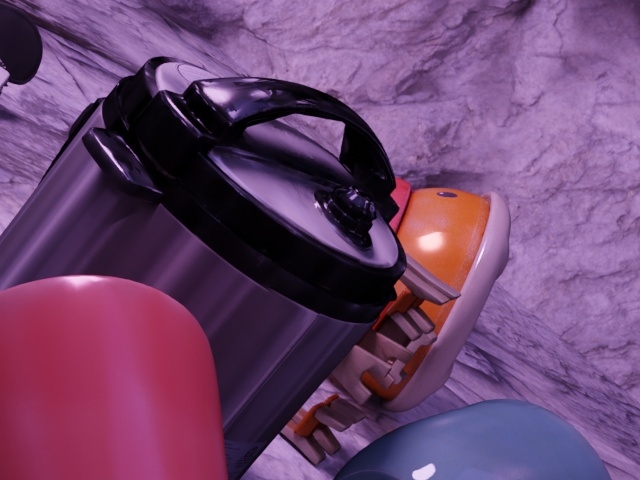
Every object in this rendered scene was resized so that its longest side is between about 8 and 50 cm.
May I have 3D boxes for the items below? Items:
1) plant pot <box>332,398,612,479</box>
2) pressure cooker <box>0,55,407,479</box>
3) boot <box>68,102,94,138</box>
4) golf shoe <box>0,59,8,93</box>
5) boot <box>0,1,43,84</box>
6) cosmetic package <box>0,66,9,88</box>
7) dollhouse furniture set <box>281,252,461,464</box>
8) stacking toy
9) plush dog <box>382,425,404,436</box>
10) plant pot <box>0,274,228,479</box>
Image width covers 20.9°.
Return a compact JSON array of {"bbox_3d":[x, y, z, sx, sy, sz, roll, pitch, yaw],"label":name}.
[{"bbox_3d":[0.129,0.317,1.796,0.235,0.293,0.293,1,38,-48],"label":"plant pot"},{"bbox_3d":[-0.115,0.016,1.788,0.375,0.420,0.370,37,17,-9],"label":"pressure cooker"},{"bbox_3d":[-0.267,-0.093,2.473,0.178,0.085,0.236,36,15,-27],"label":"boot"},{"bbox_3d":[-0.523,-0.245,2.254,0.120,0.105,0.273,40,11,36],"label":"golf shoe"},{"bbox_3d":[-0.530,-0.315,2.388,0.229,0.091,0.263,17,-14,38],"label":"boot"},{"bbox_3d":[-0.454,-0.101,1.757,0.155,0.197,0.365,36,12,-12],"label":"cosmetic package"},{"bbox_3d":[0.049,0.127,2.212,0.135,0.262,0.259,39,13,10],"label":"dollhouse furniture set"},{"bbox_3d":[0.000,0.000,2.466,0.480,0.350,0.350,27,15,-6],"label":"stacking toy"},{"bbox_3d":[0.147,0.335,2.067,0.225,0.210,0.262,33,-23,45],"label":"plush dog"},{"bbox_3d":[-0.186,0.207,1.372,0.275,0.275,0.243,28,26,-38],"label":"plant pot"}]
